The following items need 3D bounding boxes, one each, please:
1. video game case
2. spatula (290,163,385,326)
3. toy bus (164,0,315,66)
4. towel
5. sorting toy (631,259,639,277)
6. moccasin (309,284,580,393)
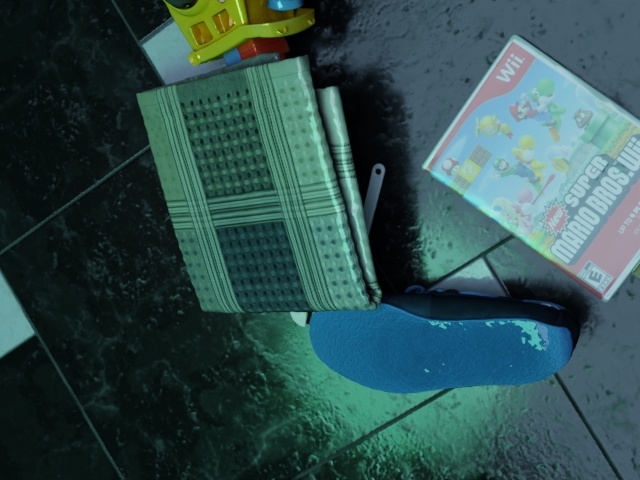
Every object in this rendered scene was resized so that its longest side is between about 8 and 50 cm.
[{"bbox_3d":[0.294,-0.088,1.519,0.285,0.025,0.204,37,105,11],"label":"video game case"},{"bbox_3d":[0.000,0.000,1.627,0.168,0.019,0.242,17,100,21],"label":"spatula"},{"bbox_3d":[-0.081,-0.292,1.529,0.220,0.149,0.211,-19,95,45],"label":"toy bus"},{"bbox_3d":[-0.078,-0.064,1.556,0.312,0.056,0.324,-4,106,43],"label":"towel"},{"bbox_3d":[0.405,0.041,1.496,0.062,0.012,0.083,31,105,-12],"label":"sorting toy"},{"bbox_3d":[0.154,0.125,1.535,0.342,0.117,0.138,6,108,29],"label":"moccasin"}]
